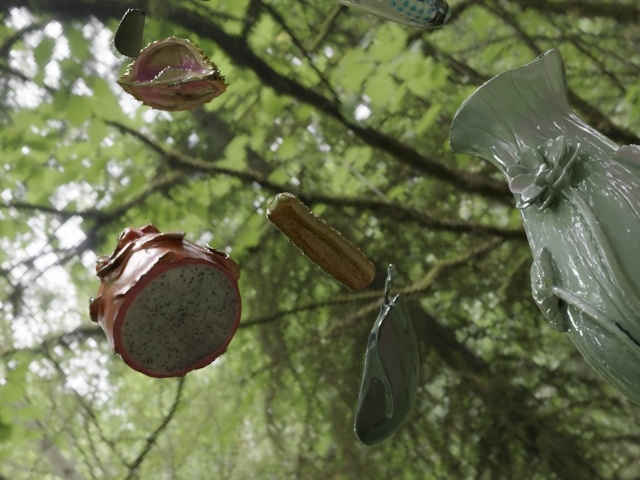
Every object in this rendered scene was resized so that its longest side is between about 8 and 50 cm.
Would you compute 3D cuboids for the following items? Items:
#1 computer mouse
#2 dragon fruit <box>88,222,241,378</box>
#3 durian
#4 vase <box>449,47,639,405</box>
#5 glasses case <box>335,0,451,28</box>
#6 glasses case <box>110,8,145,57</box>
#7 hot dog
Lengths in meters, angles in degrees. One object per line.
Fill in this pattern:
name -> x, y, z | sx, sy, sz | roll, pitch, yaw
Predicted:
computer mouse -> 0.129, 0.206, 2.081 | 0.167, 0.090, 0.379 | -59, -24, -55
dragon fruit -> -0.323, 0.104, 2.388 | 0.305, 0.226, 0.305 | -15, -58, -26
durian -> -0.292, -0.321, 2.366 | 0.182, 0.165, 0.132 | -34, 17, 11
vase -> 0.342, -0.020, 1.447 | 0.250, 0.445, 0.250 | -29, -22, -13
glasses case -> 0.062, -0.397, 1.836 | 0.125, 0.327, 0.076 | 18, -81, -50
glasses case -> -0.291, -0.310, 1.800 | 0.190, 0.042, 0.072 | -150, 77, -77
hot dog -> 0.002, 0.001, 2.287 | 0.088, 0.061, 0.286 | -34, -53, 14
